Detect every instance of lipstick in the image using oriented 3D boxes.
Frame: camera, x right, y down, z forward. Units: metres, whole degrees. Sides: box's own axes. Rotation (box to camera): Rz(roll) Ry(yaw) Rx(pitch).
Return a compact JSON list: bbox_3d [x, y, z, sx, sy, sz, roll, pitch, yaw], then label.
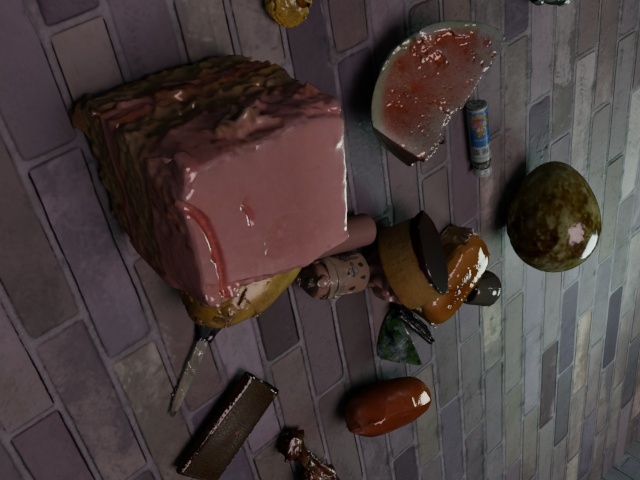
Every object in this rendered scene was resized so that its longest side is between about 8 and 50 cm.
[{"bbox_3d":[0.000,0.000,1.506,0.254,0.070,0.070,-15,121,-39],"label":"lipstick"}]

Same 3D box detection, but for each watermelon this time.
[{"bbox_3d":[0.225,-0.305,1.475,0.305,0.180,0.224,-56,148,-2],"label":"watermelon"},{"bbox_3d":[0.185,0.241,1.844,0.101,0.080,0.155,-13,131,2],"label":"watermelon"}]

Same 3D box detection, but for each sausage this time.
[{"bbox_3d":[0.169,0.409,1.855,0.258,0.133,0.133,-10,118,-38],"label":"sausage"}]

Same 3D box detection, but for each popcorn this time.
[{"bbox_3d":[-0.044,-0.392,1.240,0.084,0.084,0.084,-23,126,-35],"label":"popcorn"}]

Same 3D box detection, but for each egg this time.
[{"bbox_3d":[0.604,-0.060,1.946,0.238,0.238,0.290,-18,105,-37],"label":"egg"}]

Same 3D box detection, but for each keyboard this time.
[{"bbox_3d":[0.232,0.201,1.856,0.018,0.060,0.195,-29,142,17],"label":"keyboard"}]

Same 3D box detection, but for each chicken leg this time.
[{"bbox_3d":[-0.024,0.545,1.785,0.113,0.093,0.304,-53,133,-34],"label":"chicken leg"}]

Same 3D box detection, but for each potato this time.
[{"bbox_3d":[-0.124,0.030,1.329,0.300,0.173,0.140,-53,-178,-15],"label":"potato"}]

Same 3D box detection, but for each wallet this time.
[{"bbox_3d":[-0.192,0.392,1.562,0.243,0.039,0.133,-56,144,-6],"label":"wallet"}]

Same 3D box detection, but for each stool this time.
[{"bbox_3d":[0.412,0.125,1.965,0.110,0.096,0.096,2,110,-41],"label":"stool"}]

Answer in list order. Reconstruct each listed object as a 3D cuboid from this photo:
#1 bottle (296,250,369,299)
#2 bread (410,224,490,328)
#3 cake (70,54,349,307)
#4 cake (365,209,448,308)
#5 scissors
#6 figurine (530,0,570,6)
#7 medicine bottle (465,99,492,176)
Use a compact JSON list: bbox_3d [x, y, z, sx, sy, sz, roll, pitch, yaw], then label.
[{"bbox_3d":[0.018,0.075,1.550,0.152,0.099,0.099,-11,119,-37],"label":"bottle"},{"bbox_3d":[0.312,0.088,1.837,0.241,0.107,0.136,-53,135,-9],"label":"bread"},{"bbox_3d":[-0.147,-0.102,1.130,0.314,0.306,0.293,-32,133,-28],"label":"cake"},{"bbox_3d":[0.174,0.051,1.654,0.185,0.178,0.208,1,78,-66],"label":"cake"},{"bbox_3d":[-0.230,0.204,1.431,0.109,0.022,0.300,16,101,-44],"label":"scissors"},{"bbox_3d":[0.493,-0.583,1.638,0.192,0.126,0.147,18,64,-41],"label":"figurine"},{"bbox_3d":[0.373,-0.238,1.755,0.051,0.051,0.191,-37,134,-24],"label":"medicine bottle"}]
